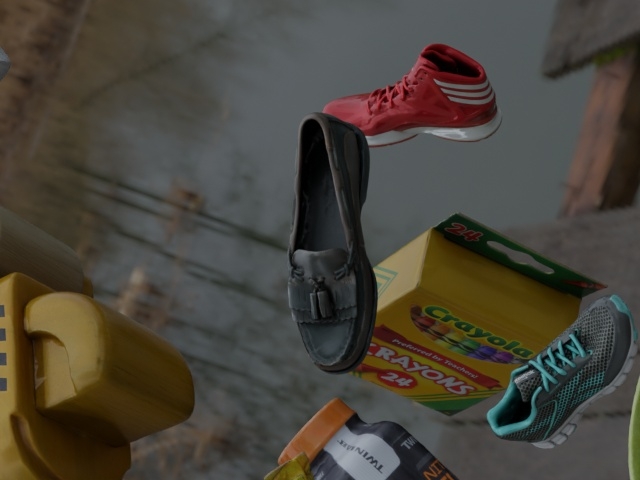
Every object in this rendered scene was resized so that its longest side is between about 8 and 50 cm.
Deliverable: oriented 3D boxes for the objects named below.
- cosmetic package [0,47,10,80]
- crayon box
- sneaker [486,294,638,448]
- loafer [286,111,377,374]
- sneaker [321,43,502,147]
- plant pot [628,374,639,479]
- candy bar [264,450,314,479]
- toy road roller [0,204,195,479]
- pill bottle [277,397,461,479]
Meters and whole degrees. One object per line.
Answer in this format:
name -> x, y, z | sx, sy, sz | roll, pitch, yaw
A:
cosmetic package -> -0.333, -0.099, 1.048 | 0.183, 0.151, 0.151 | -50, -18, 22
crayon box -> 0.145, 0.090, 1.823 | 0.318, 0.202, 0.081 | -39, 31, 57
sneaker -> 0.195, 0.112, 1.335 | 0.065, 0.076, 0.166 | 56, 130, 37
loafer -> 0.000, 0.000, 1.661 | 0.084, 0.096, 0.267 | 28, -121, -62
sneaker -> 0.099, -0.183, 1.940 | 0.128, 0.221, 0.087 | 72, -160, -46
plant pot -> 0.562, 0.252, 2.077 | 0.276, 0.254, 0.276 | -171, 90, -80
candy bar -> -0.008, 0.243, 1.361 | 0.018, 0.040, 0.161 | 40, 155, 49
toy road roller -> -0.251, 0.099, 1.530 | 0.240, 0.202, 0.329 | -23, 56, 24
pill bottle -> 0.075, 0.261, 1.550 | 0.130, 0.246, 0.130 | -46, -10, -10
